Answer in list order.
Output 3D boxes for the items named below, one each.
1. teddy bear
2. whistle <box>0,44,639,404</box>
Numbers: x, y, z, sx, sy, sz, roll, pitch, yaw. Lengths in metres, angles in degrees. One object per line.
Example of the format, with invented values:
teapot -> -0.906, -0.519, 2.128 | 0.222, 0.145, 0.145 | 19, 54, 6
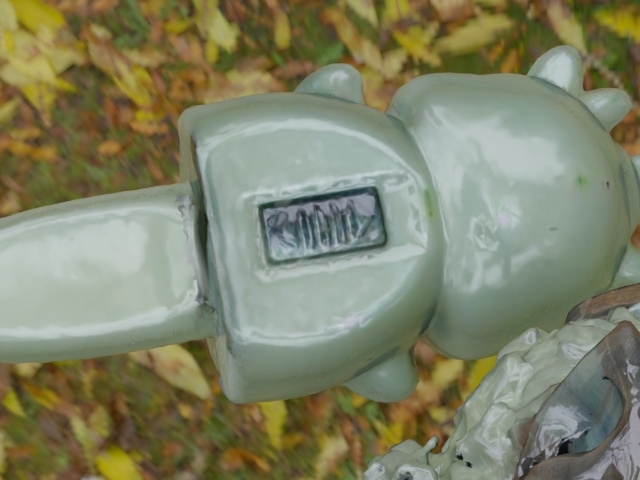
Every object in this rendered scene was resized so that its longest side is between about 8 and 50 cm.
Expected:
teddy bear -> 0.090, 0.045, 0.419 | 0.133, 0.213, 0.111 | -27, 56, 32
whistle -> 0.000, 0.000, 0.617 | 0.244, 0.092, 0.110 | -11, 86, -8
